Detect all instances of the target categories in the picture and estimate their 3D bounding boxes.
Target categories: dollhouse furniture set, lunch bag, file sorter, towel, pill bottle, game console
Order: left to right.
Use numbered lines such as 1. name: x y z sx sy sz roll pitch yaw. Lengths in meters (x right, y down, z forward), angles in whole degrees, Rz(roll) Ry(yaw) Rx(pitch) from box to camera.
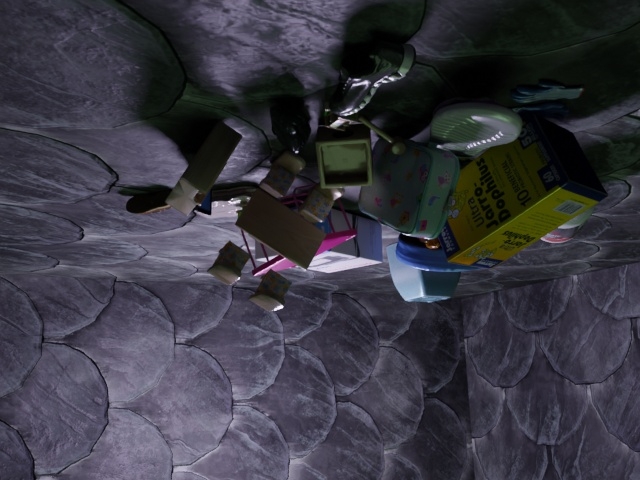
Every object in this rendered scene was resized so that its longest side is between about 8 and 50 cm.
1. game console: -0.321 -0.142 1.814 0.071 0.122 0.107 4 165 -27
2. towel: -0.293 -0.116 2.089 0.282 0.049 0.187 -6 165 20
3. dollhouse furniture set: -0.159 -0.082 1.630 0.394 0.362 0.256 34 158 -13
4. file sorter: -0.079 -0.036 2.005 0.202 0.182 0.291 -12 167 -47
5. lunch bag: 0.214 -0.136 1.569 0.108 0.224 0.279 10 -167 -31
6. pill bottle: 0.725 -0.108 1.959 0.176 0.176 0.318 -4 166 12

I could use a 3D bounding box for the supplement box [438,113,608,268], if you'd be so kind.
1. supplement box: 0.461 -0.104 1.583 0.195 0.194 0.356 9 142 -41

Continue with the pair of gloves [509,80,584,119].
1. pair of gloves: 0.486 -0.302 1.439 0.159 0.023 0.198 -2 168 0

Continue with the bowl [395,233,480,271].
1. bowl: 0.461 0.010 2.299 0.391 0.077 0.391 -4 -163 1

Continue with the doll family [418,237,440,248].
1. doll family: 0.399 -0.055 2.122 0.263 0.163 0.118 -3 172 31

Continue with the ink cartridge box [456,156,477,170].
1. ink cartridge box: 0.347 -0.163 1.711 0.189 0.097 0.255 1 -178 -27

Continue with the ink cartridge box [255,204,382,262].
1. ink cartridge box: 0.000 0.000 2.358 0.285 0.166 0.395 -12 164 40

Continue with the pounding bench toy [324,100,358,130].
1. pounding bench toy: 0.030 -0.278 1.421 0.083 0.052 0.065 7 165 -31

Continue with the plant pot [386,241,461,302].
1. plant pot: 0.452 0.133 2.793 0.247 0.252 0.248 5 166 -27

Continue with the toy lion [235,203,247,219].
1. toy lion: -0.213 -0.089 2.056 0.096 0.034 0.100 -7 167 -22

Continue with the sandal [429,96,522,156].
1. sandal: 0.322 -0.268 1.428 0.169 0.102 0.416 14 178 -3

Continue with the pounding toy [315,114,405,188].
1. pounding toy: 0.096 -0.229 1.538 0.206 0.094 0.181 -3 125 6

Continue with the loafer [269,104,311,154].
1. loafer: -0.071 -0.256 1.488 0.078 0.076 0.223 28 174 7

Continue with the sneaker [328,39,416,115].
1. sneaker: 0.068 -0.314 1.235 0.106 0.078 0.234 10 159 -32

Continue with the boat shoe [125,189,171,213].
1. boat shoe: -0.525 -0.112 2.044 0.178 0.064 0.060 -9 163 18
